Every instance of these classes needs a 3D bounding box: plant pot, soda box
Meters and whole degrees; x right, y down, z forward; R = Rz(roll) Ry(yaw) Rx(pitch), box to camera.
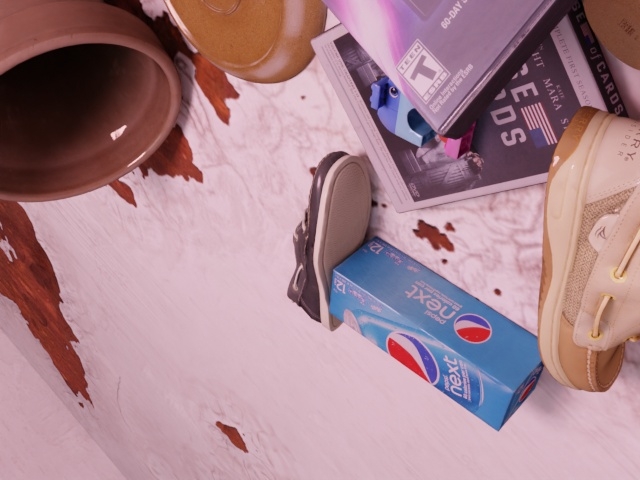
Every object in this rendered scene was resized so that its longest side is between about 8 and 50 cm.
[{"bbox_3d":[-0.322,-0.209,0.870,0.229,0.263,0.263,58,149,24],"label":"plant pot"},{"bbox_3d":[0.109,0.086,0.737,0.210,0.071,0.067,33,140,27],"label":"soda box"},{"bbox_3d":[-0.092,-0.255,0.716,0.236,0.032,0.236,29,139,30],"label":"plant pot"}]

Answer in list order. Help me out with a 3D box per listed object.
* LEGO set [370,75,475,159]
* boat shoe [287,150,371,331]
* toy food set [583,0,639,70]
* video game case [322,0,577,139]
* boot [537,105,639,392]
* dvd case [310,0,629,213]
[{"bbox_3d":[0.061,-0.157,0.519,0.093,0.087,0.227,31,138,28],"label":"LEGO set"},{"bbox_3d":[0.000,0.000,0.782,0.079,0.084,0.233,34,144,25],"label":"boat shoe"},{"bbox_3d":[0.193,-0.134,0.459,0.083,0.020,0.083,49,175,22],"label":"toy food set"},{"bbox_3d":[0.057,-0.222,0.438,0.196,0.026,0.274,-51,58,28],"label":"video game case"},{"bbox_3d":[0.258,0.040,0.507,0.203,0.095,0.262,17,139,31],"label":"boot"},{"bbox_3d":[0.109,-0.119,0.599,0.238,0.029,0.179,-11,111,53],"label":"dvd case"}]
